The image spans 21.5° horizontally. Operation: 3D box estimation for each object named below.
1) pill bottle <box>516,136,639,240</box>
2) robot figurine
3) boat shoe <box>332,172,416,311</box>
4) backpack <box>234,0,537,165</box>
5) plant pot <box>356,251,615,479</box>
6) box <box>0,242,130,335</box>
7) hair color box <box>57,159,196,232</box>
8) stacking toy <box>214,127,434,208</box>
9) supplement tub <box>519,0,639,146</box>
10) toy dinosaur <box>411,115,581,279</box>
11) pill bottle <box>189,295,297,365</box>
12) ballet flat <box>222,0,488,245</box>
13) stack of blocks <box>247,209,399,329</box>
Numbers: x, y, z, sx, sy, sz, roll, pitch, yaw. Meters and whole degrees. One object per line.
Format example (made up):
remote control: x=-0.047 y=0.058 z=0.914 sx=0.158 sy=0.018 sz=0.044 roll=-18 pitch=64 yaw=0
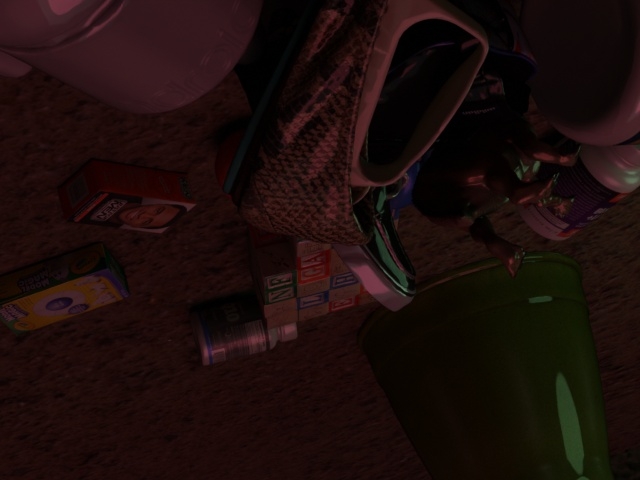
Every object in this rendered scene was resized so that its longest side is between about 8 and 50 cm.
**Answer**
pill bottle: x=0.341 y=-0.090 z=2.129 sx=0.108 sy=0.108 sz=0.193 roll=2 pitch=150 yaw=-38
robot figurine: x=-0.178 y=-0.225 z=1.344 sx=0.300 sy=0.200 sz=0.353 roll=-33 pitch=153 yaw=18
boat shoe: x=0.039 y=-0.068 z=1.797 sx=0.105 sy=0.306 sz=0.113 roll=-28 pitch=-168 yaw=12
backpack: x=0.071 y=-0.176 z=1.615 sx=0.276 sy=0.213 sz=0.263 roll=-23 pitch=162 yaw=28
plant pot: x=0.280 y=0.259 z=2.555 sx=0.366 sy=0.353 sz=0.366 roll=-15 pitch=157 yaw=-6
box: x=-0.335 y=0.064 z=2.082 sx=0.179 sy=0.043 sz=0.105 roll=-18 pitch=156 yaw=4
hair color box: x=-0.218 y=-0.049 z=1.909 sx=0.141 sy=0.043 sz=0.072 roll=6 pitch=146 yaw=-45
stacking toy: x=0.044 y=-0.089 z=1.907 sx=0.330 sy=0.141 sz=0.141 roll=-4 pitch=154 yaw=-18
supplement tub: x=0.389 y=-0.214 z=1.734 sx=0.316 sy=0.228 sz=0.228 roll=-3 pitch=153 yaw=-29
toy dinosaur: x=0.156 y=-0.078 z=1.763 sx=0.296 sy=0.200 sz=0.127 roll=-46 pitch=155 yaw=-48
pill bottle: x=-0.105 y=0.119 z=2.320 sx=0.137 sy=0.078 sz=0.078 roll=-14 pitch=157 yaw=-10
ballet flat: x=0.058 y=-0.207 z=1.376 sx=0.182 sy=0.164 sz=0.483 roll=18 pitch=117 yaw=4
stack of blocks: x=0.000 y=0.000 z=2.114 sx=0.171 sy=0.087 sz=0.297 roll=-14 pitch=157 yaw=-8
